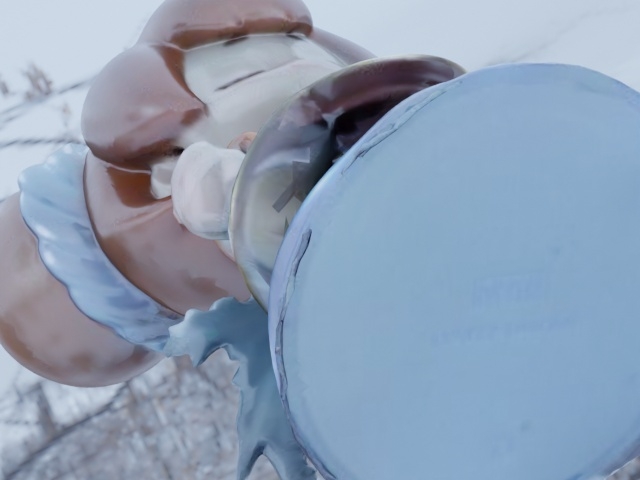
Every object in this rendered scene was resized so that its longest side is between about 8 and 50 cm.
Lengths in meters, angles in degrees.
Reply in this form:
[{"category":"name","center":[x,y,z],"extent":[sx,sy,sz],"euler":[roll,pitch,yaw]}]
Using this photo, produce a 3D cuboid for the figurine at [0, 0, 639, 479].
[{"category":"figurine","center":[0.001,-0.001,0.689],"extent":[0.276,0.248,0.388],"euler":[-2,-161,-26]}]
